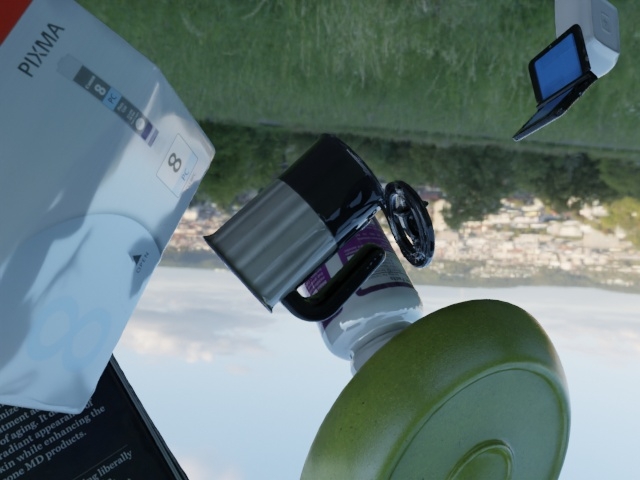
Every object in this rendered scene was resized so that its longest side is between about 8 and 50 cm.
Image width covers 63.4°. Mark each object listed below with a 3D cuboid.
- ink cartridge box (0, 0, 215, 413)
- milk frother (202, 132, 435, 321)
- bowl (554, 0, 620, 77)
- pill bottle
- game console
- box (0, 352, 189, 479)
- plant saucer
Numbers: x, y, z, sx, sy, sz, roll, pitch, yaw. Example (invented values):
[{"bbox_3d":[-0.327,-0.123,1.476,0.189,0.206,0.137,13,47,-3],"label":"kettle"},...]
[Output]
[{"bbox_3d":[-0.244,-0.050,0.384,0.091,0.309,0.385,18,162,18],"label":"ink cartridge box"},{"bbox_3d":[0.000,0.000,0.404,0.129,0.134,0.143,48,171,-5],"label":"milk frother"},{"bbox_3d":[0.475,-0.369,0.907,0.142,0.142,0.053,10,168,-34],"label":"bowl"},{"bbox_3d":[0.063,0.086,0.841,0.169,0.302,0.169,-16,145,-12],"label":"pill bottle"},{"bbox_3d":[0.300,-0.206,0.695,0.071,0.107,0.122,46,171,0],"label":"game console"},{"bbox_3d":[-0.424,0.325,0.803,0.297,0.472,0.480,-28,163,-27],"label":"box"},{"bbox_3d":[0.096,0.159,0.356,0.240,0.241,0.037,4,-167,-31],"label":"plant saucer"}]
